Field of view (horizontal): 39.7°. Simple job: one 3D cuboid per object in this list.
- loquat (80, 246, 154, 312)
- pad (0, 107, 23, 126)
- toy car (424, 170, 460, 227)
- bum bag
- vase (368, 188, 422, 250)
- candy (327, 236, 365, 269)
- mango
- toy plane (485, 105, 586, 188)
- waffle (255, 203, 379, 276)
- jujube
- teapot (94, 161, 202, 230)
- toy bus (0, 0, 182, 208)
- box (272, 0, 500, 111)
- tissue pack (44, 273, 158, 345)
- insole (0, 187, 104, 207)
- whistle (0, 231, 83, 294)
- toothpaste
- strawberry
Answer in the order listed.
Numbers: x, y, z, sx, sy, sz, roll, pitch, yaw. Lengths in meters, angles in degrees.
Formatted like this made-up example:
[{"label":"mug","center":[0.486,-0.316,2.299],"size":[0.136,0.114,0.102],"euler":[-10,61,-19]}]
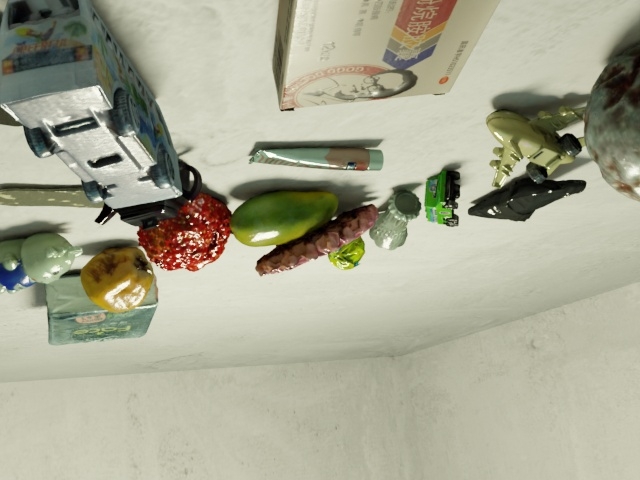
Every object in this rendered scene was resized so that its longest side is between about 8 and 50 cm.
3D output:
[{"label":"loquat","center":[-0.384,0.071,1.689],"size":[0.137,0.137,0.113],"euler":[-11,-160,6]},{"label":"pad","center":[-0.411,-0.169,0.999],"size":[0.211,0.003,0.143],"euler":[5,160,-42]},{"label":"toy car","center":[0.221,-0.075,1.607],"size":[0.062,0.071,0.165],"euler":[3,167,10]},{"label":"bum bag","center":[0.392,-0.079,1.710],"size":[0.123,0.060,0.248],"euler":[0,165,-26]},{"label":"vase","center":[0.145,-0.043,1.671],"size":[0.081,0.081,0.149],"euler":[-6,161,-13]},{"label":"candy","center":[-0.011,0.006,1.793],"size":[0.262,0.077,0.073],"euler":[15,168,-41]},{"label":"mango","center":[-0.065,-0.036,1.533],"size":[0.191,0.086,0.122],"euler":[-5,151,-29]},{"label":"toy plane","center":[0.332,-0.150,1.360],"size":[0.244,0.092,0.229],"euler":[4,145,-49]},{"label":"waffle","center":[0.000,0.000,1.637],"size":[0.221,0.055,0.234],"euler":[-21,-171,34]},{"label":"jujube","center":[0.491,-0.150,1.200],"size":[0.308,0.215,0.246],"euler":[4,159,-39]},{"label":"teapot","center":[-0.256,-0.063,1.308],"size":[0.177,0.096,0.087],"euler":[-14,164,14]},{"label":"toy bus","center":[-0.239,-0.137,0.964],"size":[0.109,0.136,0.330],"euler":[-12,165,2]},{"label":"box","center":[0.067,-0.240,0.911],"size":[0.214,0.069,0.353],"euler":[-7,167,-8]},{"label":"tissue pack","center":[-0.483,0.148,1.943],"size":[0.227,0.103,0.316],"euler":[-3,163,-17]},{"label":"insole","center":[-0.380,-0.069,1.376],"size":[0.247,0.011,0.081],"euler":[-1,162,-30]},{"label":"whistle","center":[-0.525,0.042,1.544],"size":[0.244,0.092,0.110],"euler":[-13,175,11]},{"label":"toothpaste","center":[-0.004,-0.125,1.352],"size":[0.205,0.036,0.056],"euler":[0,165,-18]},{"label":"strawberry","center":[-0.212,-0.011,1.519],"size":[0.174,0.098,0.228],"euler":[-1,163,-30]}]
